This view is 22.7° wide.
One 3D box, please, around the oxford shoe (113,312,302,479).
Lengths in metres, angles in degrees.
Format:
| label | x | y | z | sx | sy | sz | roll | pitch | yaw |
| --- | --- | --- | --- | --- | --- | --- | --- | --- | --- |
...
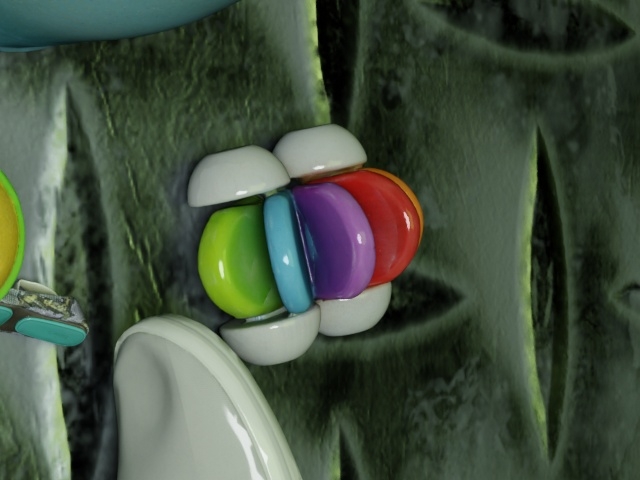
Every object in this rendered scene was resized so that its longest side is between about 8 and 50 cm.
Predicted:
| label | x | y | z | sx | sy | sz | roll | pitch | yaw |
| --- | --- | --- | --- | --- | --- | --- | --- | --- | --- |
| oxford shoe | -0.087 | 0.274 | 1.046 | 0.130 | 0.169 | 0.449 | -11 | 99 | -41 |

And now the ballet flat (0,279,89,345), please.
| label | x | y | z | sx | sy | sz | roll | pitch | yaw |
| --- | --- | --- | --- | --- | --- | --- | --- | --- | --- |
| ballet flat | -0.204 | 0.042 | 1.040 | 0.114 | 0.041 | 0.041 | 16 | 76 | -41 |

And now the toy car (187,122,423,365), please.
| label | x | y | z | sx | sy | sz | roll | pitch | yaw |
| --- | --- | --- | --- | --- | --- | --- | --- | --- | --- |
| toy car | 0.000 | 0.000 | 1.156 | 0.182 | 0.136 | 0.159 | -18 | 100 | -42 |

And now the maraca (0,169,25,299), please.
| label | x | y | z | sx | sy | sz | roll | pitch | yaw |
| --- | --- | --- | --- | --- | --- | --- | --- | --- | --- |
| maraca | -0.268 | 0.003 | 0.944 | 0.186 | 0.099 | 0.127 | -10 | 98 | -18 |

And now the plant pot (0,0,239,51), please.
| label | x | y | z | sx | sy | sz | roll | pitch | yaw |
| --- | --- | --- | --- | --- | --- | --- | --- | --- | --- |
| plant pot | -0.110 | -0.244 | 0.961 | 0.272 | 0.255 | 0.271 | -12 | 106 | -47 |
